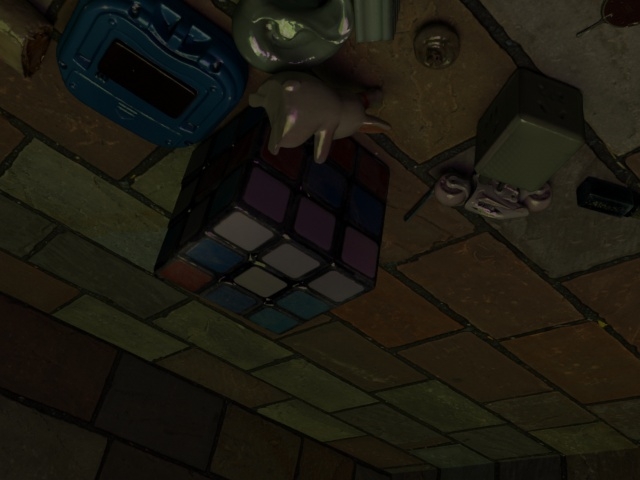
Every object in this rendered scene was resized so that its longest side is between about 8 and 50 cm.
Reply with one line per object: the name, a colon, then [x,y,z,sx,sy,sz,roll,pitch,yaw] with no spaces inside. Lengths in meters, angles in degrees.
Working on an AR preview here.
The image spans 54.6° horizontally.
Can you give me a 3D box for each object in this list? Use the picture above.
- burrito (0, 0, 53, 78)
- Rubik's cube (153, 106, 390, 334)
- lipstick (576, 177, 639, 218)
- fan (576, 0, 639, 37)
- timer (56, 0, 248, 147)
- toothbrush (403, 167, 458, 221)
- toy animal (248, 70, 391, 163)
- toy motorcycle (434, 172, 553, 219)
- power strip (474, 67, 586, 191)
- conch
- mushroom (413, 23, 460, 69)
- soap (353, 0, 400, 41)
burrito: [-0.632,-0.438,1.165,0.143,0.105,0.299,-7,143,41]
Rubik's cube: [-0.092,-0.049,1.331,0.362,0.358,0.363,36,140,-27]
lipstick: [0.709,-0.064,1.337,0.312,0.051,0.051,15,144,-6]
fan: [0.481,-0.369,1.013,0.085,0.005,0.133,34,139,-29]
timer: [-0.332,-0.333,1.215,0.340,0.115,0.309,31,138,-25]
toothbrush: [0.254,-0.103,1.449,0.019,0.016,0.219,14,145,-18]
toy animal: [0.009,-0.225,1.140,0.282,0.140,0.138,3,141,-46]
toy motorcycle: [0.373,-0.092,1.340,0.254,0.112,0.112,4,145,2]
power strip: [0.380,-0.188,1.184,0.139,0.140,0.224,17,146,-9]
conch: [-0.046,-0.378,1.055,0.221,0.121,0.185,-9,145,19]
mushroom: [0.202,-0.330,1.085,0.085,0.079,0.085,6,143,4]
soap: [0.088,-0.417,0.963,0.067,0.119,0.198,7,145,11]
